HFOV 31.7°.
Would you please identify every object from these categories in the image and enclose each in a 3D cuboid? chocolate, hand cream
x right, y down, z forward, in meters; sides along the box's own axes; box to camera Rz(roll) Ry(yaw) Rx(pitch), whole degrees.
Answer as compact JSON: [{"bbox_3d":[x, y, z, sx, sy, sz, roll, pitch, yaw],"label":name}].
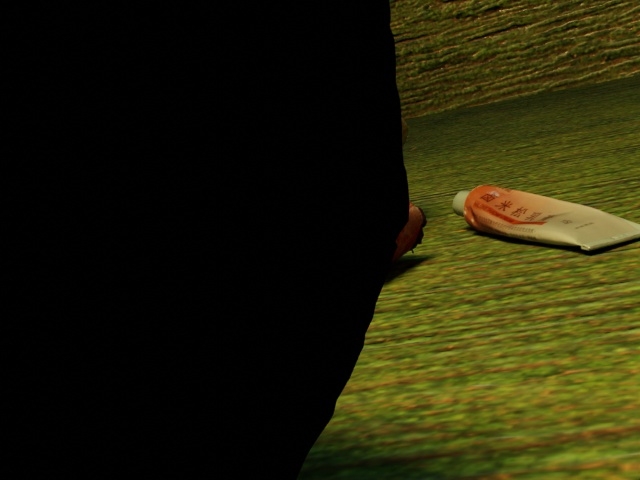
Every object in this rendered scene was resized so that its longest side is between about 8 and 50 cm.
[{"bbox_3d":[-0.199,-0.036,0.410,0.383,0.384,0.331,-18,11,-32],"label":"chocolate"},{"bbox_3d":[0.162,-0.016,0.865,0.052,0.038,0.216,-43,22,-13],"label":"hand cream"}]

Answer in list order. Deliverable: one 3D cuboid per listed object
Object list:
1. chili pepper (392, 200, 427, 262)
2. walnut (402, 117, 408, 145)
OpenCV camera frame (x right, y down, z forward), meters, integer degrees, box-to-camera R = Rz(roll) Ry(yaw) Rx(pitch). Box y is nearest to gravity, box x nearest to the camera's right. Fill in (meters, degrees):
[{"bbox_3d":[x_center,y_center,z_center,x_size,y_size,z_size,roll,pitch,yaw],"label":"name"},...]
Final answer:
[{"bbox_3d":[0.000,0.000,0.818,0.192,0.084,0.086,-20,-21,-52],"label":"chili pepper"},{"bbox_3d":[-0.049,-0.097,1.015,0.257,0.224,0.257,-2,-15,0],"label":"walnut"}]
